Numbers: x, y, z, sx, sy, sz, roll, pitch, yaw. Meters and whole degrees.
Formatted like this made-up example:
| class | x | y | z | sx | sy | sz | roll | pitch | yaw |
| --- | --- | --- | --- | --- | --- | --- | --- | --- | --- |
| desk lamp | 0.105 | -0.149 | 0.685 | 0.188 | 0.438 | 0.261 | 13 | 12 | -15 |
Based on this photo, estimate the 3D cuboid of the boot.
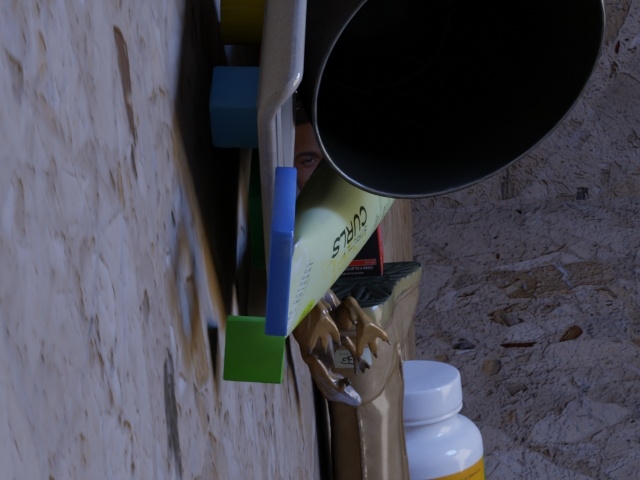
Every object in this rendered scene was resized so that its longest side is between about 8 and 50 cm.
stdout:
| class | x | y | z | sx | sy | sz | roll | pitch | yaw |
| --- | --- | --- | --- | --- | --- | --- | --- | --- | --- |
| boot | 0.045 | 0.166 | 1.440 | 0.236 | 0.089 | 0.269 | -39 | 126 | -71 |

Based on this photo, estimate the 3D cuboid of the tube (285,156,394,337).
| class | x | y | z | sx | sy | sz | roll | pitch | yaw |
| --- | --- | --- | --- | --- | --- | --- | --- | --- | --- |
| tube | 0.000 | 0.000 | 1.058 | 0.070 | 0.062 | 0.240 | 68 | 21 | -14 |

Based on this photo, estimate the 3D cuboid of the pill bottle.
| class | x | y | z | sx | sy | sz | roll | pitch | yaw |
| --- | --- | --- | --- | --- | --- | --- | --- | --- | --- |
| pill bottle | 0.100 | 0.253 | 1.635 | 0.136 | 0.136 | 0.245 | -74 | 159 | -75 |

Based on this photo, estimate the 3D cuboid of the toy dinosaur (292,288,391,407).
| class | x | y | z | sx | sy | sz | roll | pitch | yaw |
| --- | --- | --- | --- | --- | --- | --- | --- | --- | --- |
| toy dinosaur | -0.009 | 0.041 | 1.166 | 0.112 | 0.064 | 0.211 | 29 | -45 | 58 |

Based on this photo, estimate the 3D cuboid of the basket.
| class | x | y | z | sx | sy | sz | roll | pitch | yaw |
| --- | --- | --- | --- | --- | --- | --- | --- | --- | --- |
| basket | 0.051 | -0.144 | 1.097 | 0.154 | 0.204 | 0.227 | 61 | -7 | -27 |

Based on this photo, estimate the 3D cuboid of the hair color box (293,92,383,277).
| class | x | y | z | sx | sy | sz | roll | pitch | yaw |
| --- | --- | --- | --- | --- | --- | --- | --- | --- | --- |
| hair color box | 0.007 | -0.042 | 1.225 | 0.043 | 0.072 | 0.141 | -81 | 165 | -68 |

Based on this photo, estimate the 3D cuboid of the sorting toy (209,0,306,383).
| class | x | y | z | sx | sy | sz | roll | pitch | yaw |
| --- | --- | --- | --- | --- | --- | --- | --- | --- | --- |
| sorting toy | -0.035 | -0.078 | 0.902 | 0.196 | 0.047 | 0.347 | 96 | -2 | -49 |
